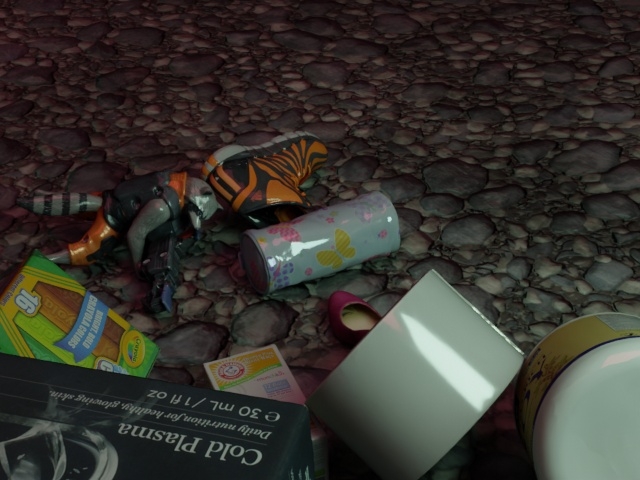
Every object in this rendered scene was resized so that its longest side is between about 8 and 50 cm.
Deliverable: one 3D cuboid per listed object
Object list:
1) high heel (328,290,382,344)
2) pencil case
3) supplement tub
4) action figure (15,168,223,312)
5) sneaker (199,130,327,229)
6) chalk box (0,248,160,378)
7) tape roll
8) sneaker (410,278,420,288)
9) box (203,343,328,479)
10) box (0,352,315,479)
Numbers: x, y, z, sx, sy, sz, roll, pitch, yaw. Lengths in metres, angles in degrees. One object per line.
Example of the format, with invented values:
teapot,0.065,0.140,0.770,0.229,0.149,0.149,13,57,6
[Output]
high heel,0.072,0.119,1.656,0.082,0.117,0.244,-12,36,-13
pencil case,0.000,0.000,1.837,0.273,0.113,0.124,-19,28,-23
supplement tub,0.359,0.214,1.307,0.241,0.241,0.331,1,3,4
action figure,-0.328,-0.023,1.840,0.330,0.178,0.341,-15,35,-3
sneaker,-0.063,-0.092,1.986,0.180,0.124,0.321,46,38,19
chalk box,-0.349,0.193,1.466,0.289,0.179,0.180,40,35,-17
tape roll,0.120,0.180,1.414,0.169,0.246,0.246,43,47,6
sneaker,0.159,0.113,1.718,0.061,0.054,0.152,-9,36,-6
box,-0.077,0.251,1.487,0.114,0.103,0.203,-13,36,-17
box,-0.293,0.390,1.141,0.480,0.297,0.472,7,38,13
